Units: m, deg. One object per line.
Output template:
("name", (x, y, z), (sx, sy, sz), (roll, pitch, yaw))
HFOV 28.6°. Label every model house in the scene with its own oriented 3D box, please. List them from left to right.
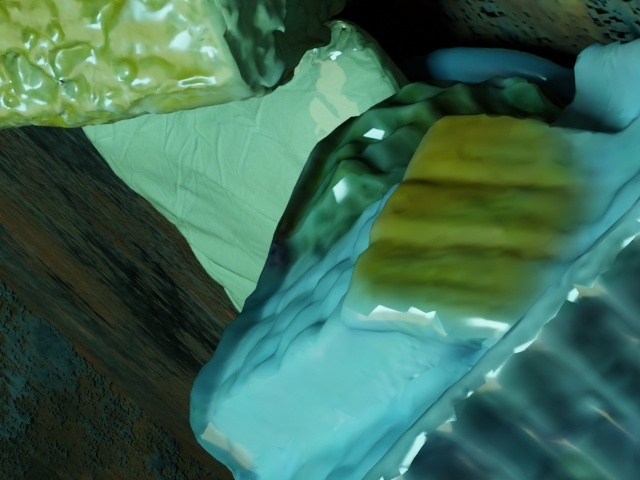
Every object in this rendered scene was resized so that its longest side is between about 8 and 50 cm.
("model house", (0.179, 0.050, 0.430), (0.360, 0.297, 0.339), (39, 147, -8))

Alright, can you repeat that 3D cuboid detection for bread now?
("bread", (-0.100, -0.158, 0.565), (0.246, 0.195, 0.176), (-1, 123, 21))

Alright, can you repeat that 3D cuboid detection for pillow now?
("pillow", (0.002, 0.001, 0.757), (0.274, 0.076, 0.281), (-5, 133, 48))

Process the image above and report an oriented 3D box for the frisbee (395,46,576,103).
("frisbee", (0.145, -0.010, 0.725), (0.289, 0.049, 0.289), (28, 154, 15))
